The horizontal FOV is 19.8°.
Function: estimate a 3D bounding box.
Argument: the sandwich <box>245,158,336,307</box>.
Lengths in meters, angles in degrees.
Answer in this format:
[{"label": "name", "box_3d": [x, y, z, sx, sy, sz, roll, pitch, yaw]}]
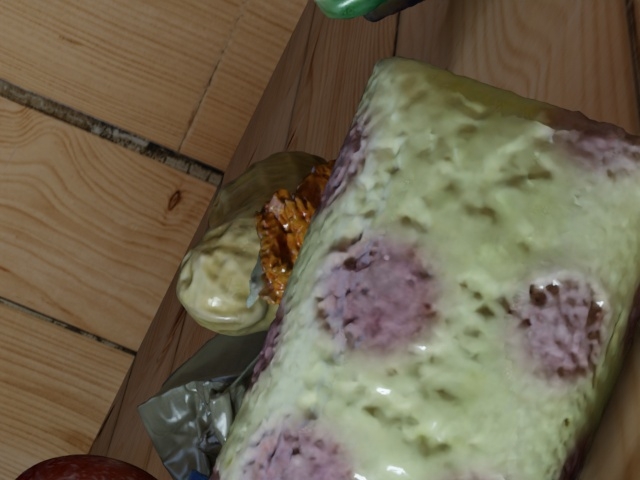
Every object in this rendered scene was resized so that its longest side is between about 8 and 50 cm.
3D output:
[{"label": "sandwich", "box_3d": [0.003, -0.008, 1.699, 0.109, 0.160, 0.184, -15, 58, 55]}]

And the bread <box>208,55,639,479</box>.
[{"label": "bread", "box_3d": [0.054, 0.088, 0.978, 0.338, 0.187, 0.155, -67, -22, -5]}]

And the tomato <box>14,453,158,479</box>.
[{"label": "tomato", "box_3d": [-0.242, 0.363, 1.983, 0.270, 0.227, 0.270, 179, 90, -79]}]

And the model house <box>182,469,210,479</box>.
[{"label": "model house", "box_3d": [-0.110, 0.285, 1.804, 0.148, 0.119, 0.148, -58, 10, 9]}]

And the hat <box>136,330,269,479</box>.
[{"label": "hat", "box_3d": [-0.076, 0.175, 2.002, 0.245, 0.149, 0.214, -30, 8, -26]}]

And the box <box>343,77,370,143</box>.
[{"label": "box", "box_3d": [0.061, -0.135, 2.025, 0.062, 0.045, 0.098, 152, 141, -77]}]

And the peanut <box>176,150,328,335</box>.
[{"label": "peanut", "box_3d": [-0.058, 0.001, 1.963, 0.325, 0.153, 0.140, -50, -21, -58]}]

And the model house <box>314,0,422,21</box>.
[{"label": "model house", "box_3d": [0.110, -0.393, 1.910, 0.312, 0.245, 0.280, -37, -10, 18]}]
